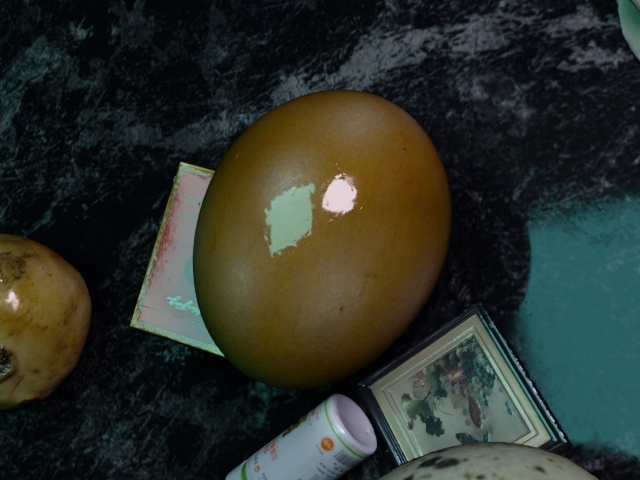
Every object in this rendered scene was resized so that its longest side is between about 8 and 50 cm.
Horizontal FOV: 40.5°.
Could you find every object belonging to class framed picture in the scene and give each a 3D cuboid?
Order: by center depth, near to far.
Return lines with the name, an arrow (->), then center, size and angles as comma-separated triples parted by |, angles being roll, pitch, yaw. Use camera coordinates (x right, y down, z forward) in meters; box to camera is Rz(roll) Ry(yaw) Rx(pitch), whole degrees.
framed picture -> 0.156, 0.203, 1.013 | 0.199, 0.010, 0.195 | -38, 62, 19

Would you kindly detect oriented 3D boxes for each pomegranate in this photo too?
pomegranate -> -0.468, 0.119, 1.291 | 0.260, 0.260, 0.260 | -8, 75, 30

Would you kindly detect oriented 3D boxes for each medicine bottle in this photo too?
medicine bottle -> -0.024, 0.272, 1.064 | 0.183, 0.086, 0.086 | -40, 61, 17

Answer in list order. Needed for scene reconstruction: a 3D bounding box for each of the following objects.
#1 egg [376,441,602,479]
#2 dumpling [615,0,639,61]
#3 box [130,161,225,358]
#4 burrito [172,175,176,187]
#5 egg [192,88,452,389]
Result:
egg -> 0.134, 0.347, 0.828 | 0.379, 0.287, 0.288 | -22, 68, 24
dumpling -> 0.385, -0.270, 0.930 | 0.172, 0.142, 0.247 | -40, 62, 59
box -> -0.149, 0.027, 1.188 | 0.153, 0.074, 0.240 | 16, 86, 12
burrito -> -0.203, -0.015, 1.262 | 0.042, 0.051, 0.171 | 8, 85, 51
egg -> 0.000, 0.000, 0.995 | 0.282, 0.282, 0.351 | 22, 93, 33
